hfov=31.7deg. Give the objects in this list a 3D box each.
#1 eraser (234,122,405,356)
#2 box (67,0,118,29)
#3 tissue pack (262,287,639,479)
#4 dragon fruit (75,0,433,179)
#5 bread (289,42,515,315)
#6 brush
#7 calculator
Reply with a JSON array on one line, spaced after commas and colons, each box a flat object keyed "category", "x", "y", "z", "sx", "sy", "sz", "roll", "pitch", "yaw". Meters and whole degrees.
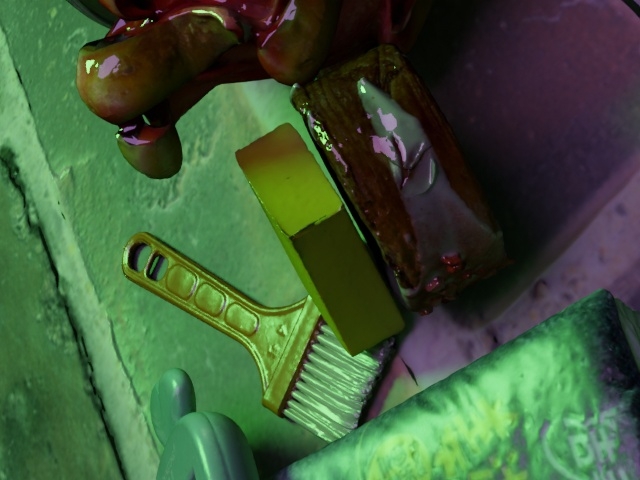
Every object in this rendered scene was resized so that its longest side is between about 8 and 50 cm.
[{"category": "eraser", "x": 0.000, "y": 0.000, "z": 0.711, "sx": 0.045, "sy": 0.122, "sz": 0.097, "roll": -30, "pitch": 43, "yaw": -3}, {"category": "box", "x": -0.146, "y": -0.289, "z": 0.898, "sx": 0.149, "sy": 0.226, "sz": 0.226, "roll": 40, "pitch": 101, "yaw": 44}, {"category": "tissue pack", "x": 0.090, "y": 0.167, "z": 0.597, "sx": 0.257, "sy": 0.081, "sz": 0.185, "roll": -34, "pitch": 54, "yaw": 28}, {"category": "dragon fruit", "x": -0.036, "y": -0.201, "z": 0.737, "sx": 0.227, "sy": 0.307, "sz": 0.243, "roll": 31, "pitch": 133, "yaw": 36}, {"category": "bread", "x": 0.048, "y": -0.036, "z": 0.669, "sx": 0.073, "sy": 0.160, "sz": 0.160, "roll": -30, "pitch": 51, "yaw": -1}, {"category": "brush", "x": -0.066, "y": 0.053, "z": 0.836, "sx": 0.314, "sy": 0.017, "sz": 0.090, "roll": 26, "pitch": 92, "yaw": 46}, {"category": "calculator", "x": -0.064, "y": 0.213, "z": 0.695, "sx": 0.184, "sy": 0.042, "sz": 0.295, "roll": 115, "pitch": 146, "yaw": -52}]
